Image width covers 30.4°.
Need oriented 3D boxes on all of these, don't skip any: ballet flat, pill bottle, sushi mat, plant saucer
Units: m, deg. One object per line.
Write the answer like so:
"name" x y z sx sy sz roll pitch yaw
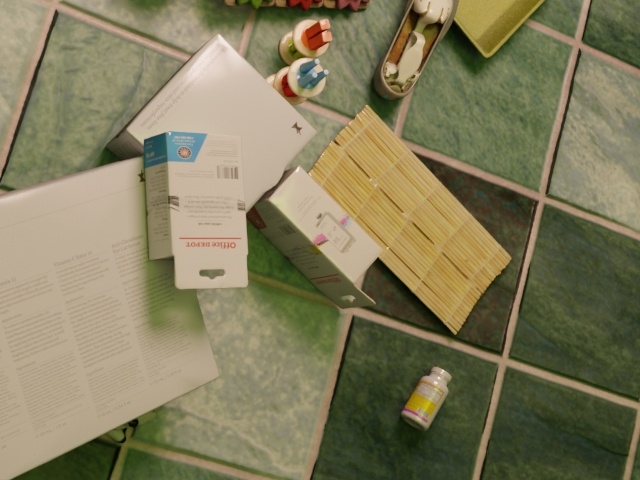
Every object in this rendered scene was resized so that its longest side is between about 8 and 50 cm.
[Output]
"ballet flat" 0.142 -0.289 1.623 0.072 0.068 0.213 25 93 -12
"pill bottle" 0.147 0.216 1.616 0.043 0.043 0.083 38 71 -15
"sushi mat" 0.124 -0.029 1.645 0.316 0.019 0.151 45 71 -12
"plant saucer" 0.229 -0.387 1.712 0.188 0.045 0.188 -46 103 -20

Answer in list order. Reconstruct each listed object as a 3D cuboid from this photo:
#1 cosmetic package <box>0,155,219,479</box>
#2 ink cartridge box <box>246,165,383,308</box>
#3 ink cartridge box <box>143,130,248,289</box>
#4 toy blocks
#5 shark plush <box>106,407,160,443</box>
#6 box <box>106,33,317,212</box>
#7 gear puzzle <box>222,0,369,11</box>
"cosmetic package" -0.307 0.083 1.302 0.377 0.097 0.284 -22 103 -45
"ink cartridge box" 0.000 0.000 1.538 0.198 0.115 0.067 46 70 -14
"ink cartridge box" -0.145 -0.032 1.368 0.104 0.060 0.180 1 84 -38
"toy blocks" -0.017 -0.237 1.537 0.054 0.148 0.123 26 76 -19
"shark plush" -0.280 0.191 1.452 0.161 0.073 0.067 19 56 1
"box" -0.138 -0.128 1.491 0.182 0.119 0.181 45 70 -13
"gear puzzle" -0.058 -0.389 1.536 0.339 0.044 0.175 -7 103 -35
